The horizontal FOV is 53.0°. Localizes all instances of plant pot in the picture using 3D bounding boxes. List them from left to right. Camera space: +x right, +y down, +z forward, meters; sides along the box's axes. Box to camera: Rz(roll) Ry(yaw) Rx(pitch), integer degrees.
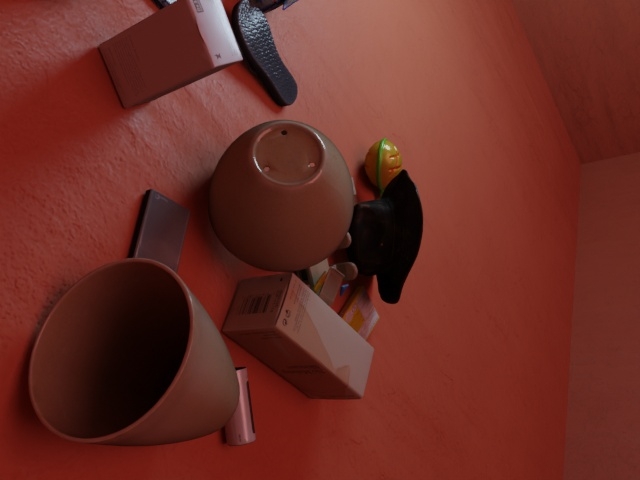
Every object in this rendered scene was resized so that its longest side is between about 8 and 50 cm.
[{"bbox_3d":[-0.238,0.199,0.965,0.274,0.256,0.257,54,40,-56],"label":"plant pot"},{"bbox_3d":[-0.065,-0.109,1.169,0.191,0.283,0.284,107,-8,-65],"label":"plant pot"}]

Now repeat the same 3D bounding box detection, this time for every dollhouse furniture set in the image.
[{"bbox_3d":[0.000,0.000,1.382,0.212,0.160,0.242,-16,95,-55],"label":"dollhouse furniture set"}]

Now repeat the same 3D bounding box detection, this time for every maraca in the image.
[{"bbox_3d":[0.170,-0.190,1.729,0.186,0.099,0.127,78,27,-51],"label":"maraca"}]

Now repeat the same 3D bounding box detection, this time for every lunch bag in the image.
[{"bbox_3d":[-0.084,-0.568,1.421,0.096,0.151,0.129,62,38,-22],"label":"lunch bag"}]

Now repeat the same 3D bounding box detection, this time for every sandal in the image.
[{"bbox_3d":[-0.133,-0.399,1.407,0.097,0.054,0.255,-60,138,-33],"label":"sandal"}]

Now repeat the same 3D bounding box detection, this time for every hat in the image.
[{"bbox_3d":[0.127,-0.015,1.546,0.133,0.331,0.332,5,73,-11],"label":"hat"}]

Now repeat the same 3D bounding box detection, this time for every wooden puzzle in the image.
[{"bbox_3d":[0.020,0.096,1.357,0.079,0.014,0.116,-60,146,-14],"label":"wooden puzzle"}]

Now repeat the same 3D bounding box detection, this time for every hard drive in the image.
[{"bbox_3d":[-0.279,-0.010,1.118,0.094,0.022,0.135,33,55,-45],"label":"hard drive"}]

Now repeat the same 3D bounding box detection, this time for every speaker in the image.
[{"bbox_3d":[-0.155,0.303,1.183,0.055,0.055,0.136,-2,82,-54],"label":"speaker"}]

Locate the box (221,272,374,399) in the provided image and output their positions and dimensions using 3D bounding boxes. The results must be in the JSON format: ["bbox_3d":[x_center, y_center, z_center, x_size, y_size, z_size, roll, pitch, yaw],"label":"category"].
[{"bbox_3d":[-0.035,0.202,1.298,0.311,0.147,0.121,45,48,-37],"label":"box"}]

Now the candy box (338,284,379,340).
[{"bbox_3d":[0.078,0.210,1.551,0.206,0.027,0.105,-51,124,-47],"label":"candy box"}]

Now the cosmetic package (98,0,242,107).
[{"bbox_3d":[-0.249,-0.309,1.056,0.085,0.231,0.117,-37,112,-52],"label":"cosmetic package"}]

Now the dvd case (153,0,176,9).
[{"bbox_3d":[-0.312,-0.536,1.212,0.221,0.018,0.165,45,49,-40],"label":"dvd case"}]
